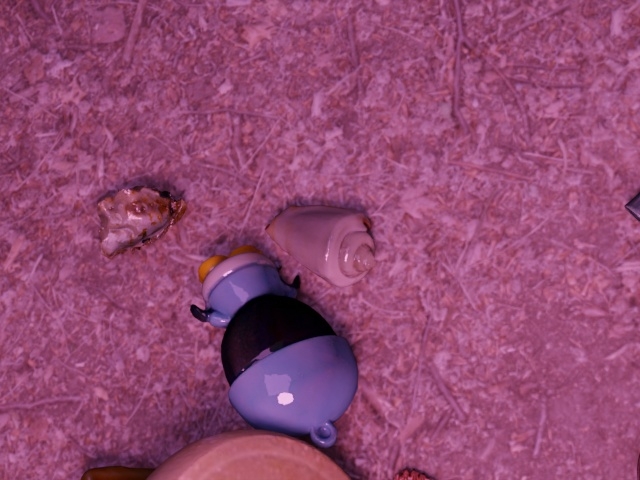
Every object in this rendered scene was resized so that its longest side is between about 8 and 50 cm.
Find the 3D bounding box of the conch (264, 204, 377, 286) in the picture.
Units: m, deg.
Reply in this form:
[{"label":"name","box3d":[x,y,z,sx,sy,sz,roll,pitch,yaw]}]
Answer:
[{"label":"conch","box3d":[0.008,0.001,1.726,0.176,0.094,0.104,20,97,47]}]

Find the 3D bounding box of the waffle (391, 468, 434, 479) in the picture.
[{"label":"waffle","box3d":[0.122,0.337,1.624,0.083,0.029,0.075,35,89,19]}]

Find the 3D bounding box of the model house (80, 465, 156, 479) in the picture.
[{"label":"model house","box3d":[-0.220,0.420,1.656,0.268,0.173,0.239,5,62,-13]}]

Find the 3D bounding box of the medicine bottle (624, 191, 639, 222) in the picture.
[{"label":"medicine bottle","box3d":[0.477,-0.105,1.609,0.208,0.053,0.090,-46,69,2]}]

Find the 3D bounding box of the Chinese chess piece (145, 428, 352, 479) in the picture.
[{"label":"Chinese chess piece","box3d":[-0.087,0.400,1.525,0.338,0.140,0.338,11,66,-26]}]

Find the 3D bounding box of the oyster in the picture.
[{"label":"oyster","box3d":[-0.255,-0.029,1.815,0.148,0.051,0.103,-9,77,31]}]

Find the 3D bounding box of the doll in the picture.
[{"label":"doll","box3d":[-0.059,0.144,1.670,0.177,0.141,0.314,-18,56,-19]}]

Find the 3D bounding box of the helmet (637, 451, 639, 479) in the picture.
[{"label":"helmet","box3d":[0.430,0.279,1.528,0.089,0.057,0.111,19,78,17]}]
